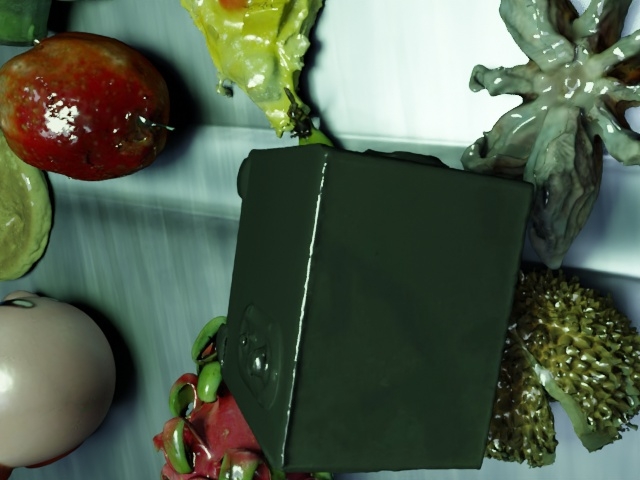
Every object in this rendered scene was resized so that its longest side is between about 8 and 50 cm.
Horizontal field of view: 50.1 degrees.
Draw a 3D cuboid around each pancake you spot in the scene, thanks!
[{"bbox_3d":[-0.487,-0.051,0.996,0.242,0.050,0.242,7,105,27],"label":"pancake"}]

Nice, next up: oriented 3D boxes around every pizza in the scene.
[{"bbox_3d":[-0.066,-0.253,0.719,0.280,0.075,0.287,-14,94,30],"label":"pizza"}]

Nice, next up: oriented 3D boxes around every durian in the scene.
[{"bbox_3d":[0.185,0.109,0.610,0.196,0.167,0.196,-7,117,-14],"label":"durian"}]

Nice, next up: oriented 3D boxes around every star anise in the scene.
[{"bbox_3d":[0.198,-0.113,0.585,0.198,0.111,0.257,29,110,46],"label":"star anise"}]

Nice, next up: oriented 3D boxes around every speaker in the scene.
[{"bbox_3d":[0.021,0.038,0.592,0.184,0.254,0.232,7,95,-19],"label":"speaker"}]

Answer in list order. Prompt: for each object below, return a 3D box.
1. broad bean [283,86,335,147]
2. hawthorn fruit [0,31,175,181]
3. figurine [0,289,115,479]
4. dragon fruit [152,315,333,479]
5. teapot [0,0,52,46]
[{"bbox_3d":[0.002,-0.001,0.750,0.067,0.075,0.325,-159,63,-70],"label":"broad bean"},{"bbox_3d":[-0.249,-0.140,0.780,0.235,0.181,0.181,22,110,26],"label":"hawthorn fruit"},{"bbox_3d":[-0.377,0.198,0.898,0.211,0.270,0.261,-3,89,21],"label":"figurine"},{"bbox_3d":[-0.107,0.252,0.794,0.198,0.218,0.273,-36,76,-9],"label":"dragon fruit"},{"bbox_3d":[-0.349,-0.379,0.788,0.270,0.200,0.337,20,115,-13],"label":"teapot"}]
